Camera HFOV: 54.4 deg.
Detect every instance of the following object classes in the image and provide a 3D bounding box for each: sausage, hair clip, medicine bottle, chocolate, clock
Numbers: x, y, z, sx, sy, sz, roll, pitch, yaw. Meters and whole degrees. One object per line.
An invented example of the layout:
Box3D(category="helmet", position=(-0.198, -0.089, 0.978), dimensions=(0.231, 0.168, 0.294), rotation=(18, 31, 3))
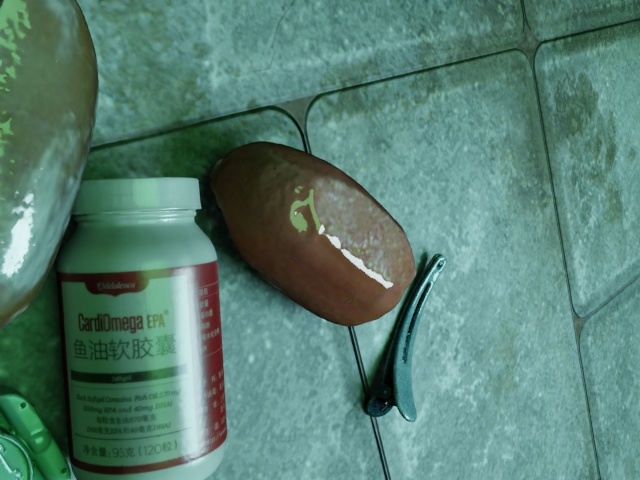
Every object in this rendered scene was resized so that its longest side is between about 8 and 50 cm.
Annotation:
Box3D(category="sausage", position=(0.000, 0.000, 0.649), dimensions=(0.254, 0.148, 0.148), rotation=(37, 68, -37))
Box3D(category="hair clip", position=(0.116, 0.117, 0.804), dimensions=(0.039, 0.070, 0.229), rotation=(34, 63, -31))
Box3D(category="medicine bottle", position=(-0.149, 0.075, 0.525), dimensions=(0.131, 0.131, 0.250), rotation=(-6, 95, -40))
Box3D(category="chocolate", position=(-0.213, -0.057, 0.450), dimensions=(0.080, 0.157, 0.254), rotation=(10, 85, -35))
Box3D(category="clock", position=(-0.273, 0.188, 0.482), dimensions=(0.135, 0.041, 0.101), rotation=(-36, 113, -34))
